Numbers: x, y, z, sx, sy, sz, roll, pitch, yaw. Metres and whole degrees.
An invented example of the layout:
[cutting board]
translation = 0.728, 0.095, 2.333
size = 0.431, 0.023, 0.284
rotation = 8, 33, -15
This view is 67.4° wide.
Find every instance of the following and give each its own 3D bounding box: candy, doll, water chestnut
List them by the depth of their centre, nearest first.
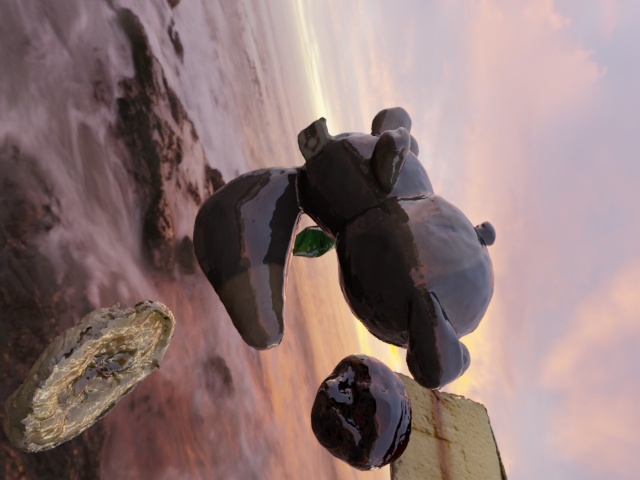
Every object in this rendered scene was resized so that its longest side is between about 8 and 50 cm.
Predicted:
[doll]
translation = 0.044, 0.041, 0.658
size = 0.252, 0.379, 0.382
rotation = 32, 36, -56
[candy]
translation = -0.002, -0.003, 1.179
size = 0.141, 0.203, 0.078
rotation = -38, 113, -61
[water chestnut]
translation = 0.106, 0.436, 1.233
size = 0.244, 0.289, 0.289
rotation = 92, -11, -61

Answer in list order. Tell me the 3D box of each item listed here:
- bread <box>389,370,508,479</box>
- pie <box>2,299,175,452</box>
[bread]
translation = 0.344, 0.589, 1.302
size = 0.242, 0.346, 0.404
rotation = 35, 56, -82
[pie]
translation = -0.324, 0.191, 0.693
size = 0.055, 0.274, 0.274
rotation = 41, -10, 16
